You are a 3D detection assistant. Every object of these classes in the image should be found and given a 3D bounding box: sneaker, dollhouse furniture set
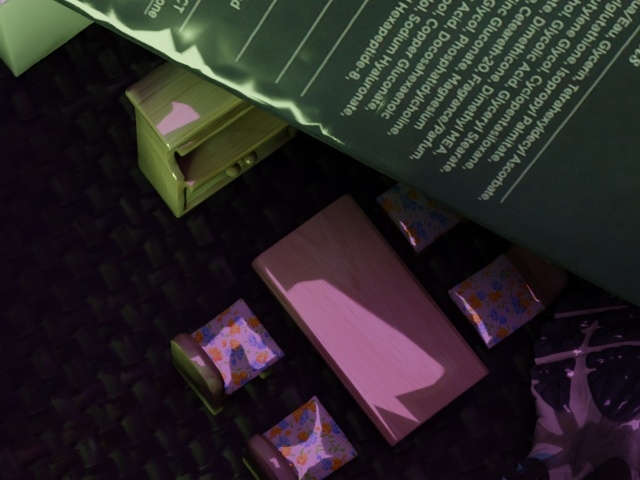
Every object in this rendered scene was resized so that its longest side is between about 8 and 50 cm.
[{"bbox_3d":[0.178,0.130,1.159,0.110,0.122,0.283,7,50,34],"label":"sneaker"},{"bbox_3d":[0.000,0.000,1.140,0.212,0.161,0.242,-36,80,-12],"label":"dollhouse furniture set"}]

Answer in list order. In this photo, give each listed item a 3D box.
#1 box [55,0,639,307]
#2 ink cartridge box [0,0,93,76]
[{"bbox_3d":[0.087,-0.190,1.058,0.395,0.212,0.293,27,34,-13],"label":"box"},{"bbox_3d":[-0.196,-0.219,1.202,0.127,0.128,0.176,-39,81,-12],"label":"ink cartridge box"}]
